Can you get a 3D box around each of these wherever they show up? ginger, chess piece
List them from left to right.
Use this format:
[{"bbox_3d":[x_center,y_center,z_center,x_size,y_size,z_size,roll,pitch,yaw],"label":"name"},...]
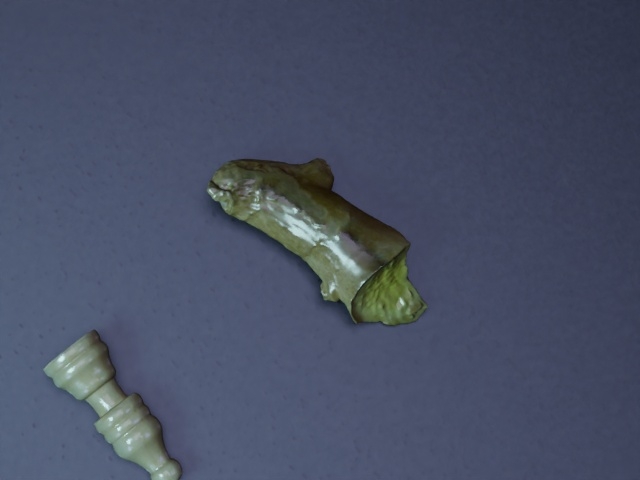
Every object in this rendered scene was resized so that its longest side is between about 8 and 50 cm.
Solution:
[{"bbox_3d":[-0.107,0.094,0.977,0.035,0.035,0.092,-38,90,-9],"label":"chess piece"},{"bbox_3d":[0.004,-0.004,0.997,0.137,0.044,0.057,38,98,3],"label":"ginger"}]
